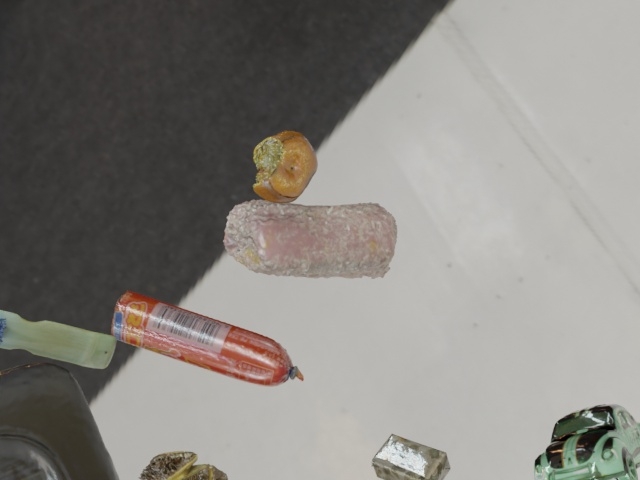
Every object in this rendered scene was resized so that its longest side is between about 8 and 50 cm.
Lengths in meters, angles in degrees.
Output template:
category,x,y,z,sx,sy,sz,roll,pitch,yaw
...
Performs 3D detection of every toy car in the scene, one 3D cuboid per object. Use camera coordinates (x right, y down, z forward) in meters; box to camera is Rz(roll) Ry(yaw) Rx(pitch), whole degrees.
category,x,y,z,sx,sy,sz,roll,pitch,yaw
toy car,0.402,0.306,1.936,0.136,0.306,0.125,-18,78,25

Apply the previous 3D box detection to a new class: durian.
category,x,y,z,sx,sy,sz,roll,pitch,yaw
durian,-0.181,0.305,1.626,0.140,0.110,0.071,-9,48,47

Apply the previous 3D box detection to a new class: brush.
category,x,y,z,sx,sy,sz,roll,pitch,yaw
brush,-0.254,0.078,1.109,0.030,0.178,0.033,12,87,63

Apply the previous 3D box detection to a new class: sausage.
category,x,y,z,sx,sy,sz,roll,pitch,yaw
sausage,-0.150,0.143,1.820,0.274,0.074,0.074,17,81,7

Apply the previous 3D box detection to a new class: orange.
category,x,y,z,sx,sy,sz,roll,pitch,yaw
orange,-0.044,-0.085,1.524,0.062,0.086,0.086,14,81,56

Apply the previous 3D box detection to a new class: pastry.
category,x,y,z,sx,sy,sz,roll,pitch,yaw
pastry,0.010,0.001,1.701,0.112,0.265,0.103,5,94,55

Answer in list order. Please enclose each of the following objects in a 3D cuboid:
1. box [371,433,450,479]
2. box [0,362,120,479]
category,x,y,z,sx,sy,sz,roll,pitch,yaw
box,0.127,0.315,1.848,0.098,0.045,0.062,12,49,34
box,-0.241,0.197,0.942,0.201,0.212,0.042,63,150,15
